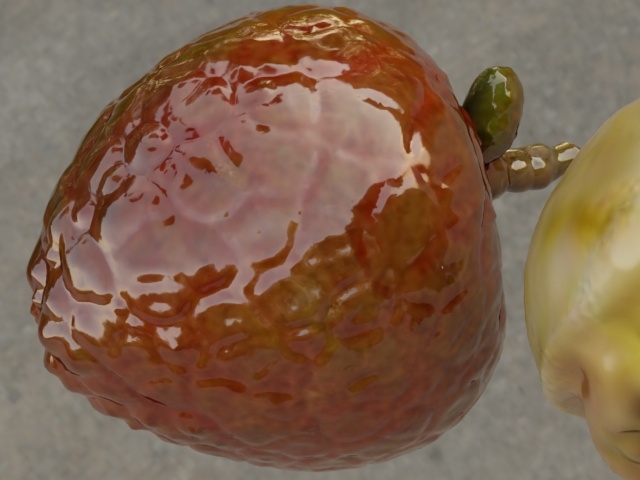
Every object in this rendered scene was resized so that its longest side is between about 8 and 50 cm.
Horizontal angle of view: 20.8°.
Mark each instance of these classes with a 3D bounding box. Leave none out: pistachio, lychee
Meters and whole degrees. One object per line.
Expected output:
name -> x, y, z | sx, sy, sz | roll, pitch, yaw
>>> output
pistachio -> 0.201, 0.026, 0.659 | 0.229, 0.309, 0.230 | -3, 83, 21
lychee -> 0.000, 0.000, 0.901 | 0.300, 0.255, 0.255 | -14, 42, 0
